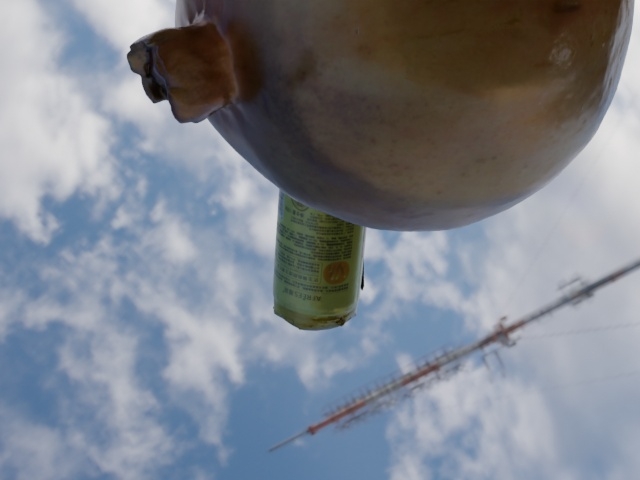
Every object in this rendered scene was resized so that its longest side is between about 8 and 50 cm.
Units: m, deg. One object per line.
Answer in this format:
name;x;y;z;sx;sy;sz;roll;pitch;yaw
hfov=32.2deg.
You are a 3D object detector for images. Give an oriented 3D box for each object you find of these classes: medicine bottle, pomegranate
medicine bottle;0.000;0.000;1.412;0.124;0.124;0.238;-27;-52;-47
pomegranate;0.027;-0.122;0.607;0.270;0.229;0.252;-23;-130;-32
